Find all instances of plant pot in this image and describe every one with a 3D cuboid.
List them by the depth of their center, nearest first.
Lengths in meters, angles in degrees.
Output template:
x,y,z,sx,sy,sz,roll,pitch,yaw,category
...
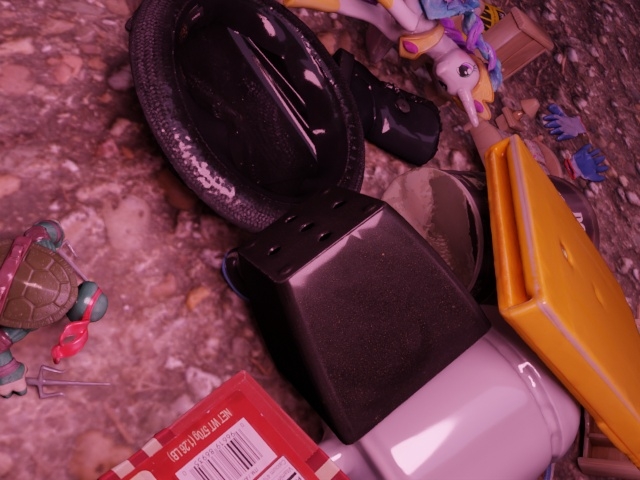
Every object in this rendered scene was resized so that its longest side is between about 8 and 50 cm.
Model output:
x,y,z,sx,sy,sz,roll,pitch,yaw,category
0.022,0.052,0.618,0.188,0.187,0.167,-37,115,-13,plant pot

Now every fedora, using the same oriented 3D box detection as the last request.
x,y,z,sx,sy,sz,roll,pitch,yaw,category
-0.101,-0.142,0.743,0.333,0.152,0.334,15,64,-33,fedora

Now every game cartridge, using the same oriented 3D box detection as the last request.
x,y,z,sx,sy,sz,roll,pitch,yaw,category
0.296,0.072,0.695,0.324,0.052,0.285,47,34,-26,game cartridge

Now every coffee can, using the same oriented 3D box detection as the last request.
x,y,z,sx,sy,sz,roll,pitch,yaw,category
0.242,-0.001,0.889,0.275,0.201,0.202,-2,69,-36,coffee can

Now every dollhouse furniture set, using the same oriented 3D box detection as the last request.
x,y,z,sx,sy,sz,roll,pitch,yaw,category
0.431,0.228,0.911,0.242,0.212,0.161,55,44,-34,dollhouse furniture set
0.347,-0.204,1.043,0.303,0.173,0.356,9,57,-42,dollhouse furniture set

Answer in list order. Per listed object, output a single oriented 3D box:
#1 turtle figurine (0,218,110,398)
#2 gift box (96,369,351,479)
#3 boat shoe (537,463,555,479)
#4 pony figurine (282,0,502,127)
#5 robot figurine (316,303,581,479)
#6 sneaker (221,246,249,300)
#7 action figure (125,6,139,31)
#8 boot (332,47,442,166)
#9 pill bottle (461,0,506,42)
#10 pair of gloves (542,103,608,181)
x,y,z,sx,sy,sz,roll,pitch,yaw,category
-0.284,0.040,0.555,0.234,0.118,0.175,23,56,-18,turtle figurine
-0.099,0.275,0.479,0.255,0.258,0.276,-28,66,-39,gift box
0.294,0.311,0.866,0.066,0.066,0.183,45,47,4,boat shoe
0.121,-0.365,0.889,0.363,0.302,0.351,26,49,-34,pony figurine
0.140,0.202,0.675,0.353,0.200,0.300,-28,73,-18,robot figurine
-0.033,0.053,0.745,0.188,0.078,0.067,28,54,-21,sneaker
-0.175,-0.442,0.834,0.341,0.178,0.330,49,39,-39,action figure
0.093,-0.169,0.936,0.207,0.094,0.247,25,49,-19,boot
0.293,-0.408,1.183,0.208,0.119,0.119,3,66,-34,pill bottle
0.572,-0.218,1.354,0.159,0.023,0.198,-12,76,-39,pair of gloves
